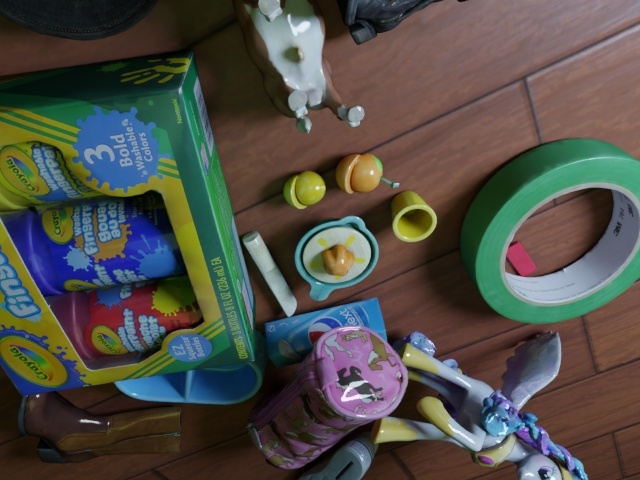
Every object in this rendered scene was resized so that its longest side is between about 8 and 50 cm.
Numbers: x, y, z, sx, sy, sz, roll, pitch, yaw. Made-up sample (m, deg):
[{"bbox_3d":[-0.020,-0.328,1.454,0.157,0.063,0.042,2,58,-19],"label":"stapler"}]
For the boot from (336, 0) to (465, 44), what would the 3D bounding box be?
[{"bbox_3d":[0.125,-0.300,0.549,0.229,0.263,0.091,-17,97,12],"label":"boot"}]

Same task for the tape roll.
[{"bbox_3d":[0.398,-0.006,0.863,0.321,0.077,0.321,-4,123,-6],"label":"tape roll"}]

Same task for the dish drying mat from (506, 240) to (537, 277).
[{"bbox_3d":[0.358,0.034,0.936,0.032,0.008,0.083,-35,122,16],"label":"dish drying mat"}]

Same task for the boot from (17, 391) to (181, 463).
[{"bbox_3d":[-0.418,0.357,1.022,0.280,0.096,0.264,0,125,-7],"label":"boot"}]

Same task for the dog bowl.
[{"bbox_3d":[-0.240,0.229,0.965,0.297,0.074,0.166,6,124,-12],"label":"dog bowl"}]

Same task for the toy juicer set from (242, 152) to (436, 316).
[{"bbox_3d":[0.000,0.000,0.821,0.329,0.089,0.209,-37,121,19],"label":"toy juicer set"}]

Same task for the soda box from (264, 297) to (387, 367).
[{"bbox_3d":[0.010,0.168,0.942,0.210,0.067,0.071,-14,149,3],"label":"soda box"}]

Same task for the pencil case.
[{"bbox_3d":[-0.004,0.285,0.915,0.160,0.167,0.386,44,139,7],"label":"pencil case"}]

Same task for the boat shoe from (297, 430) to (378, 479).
[{"bbox_3d":[0.039,0.548,1.207,0.094,0.109,0.302,-17,151,-50],"label":"boat shoe"}]

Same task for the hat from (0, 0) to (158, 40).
[{"bbox_3d":[-0.298,-0.337,0.470,0.331,0.134,0.331,4,125,6],"label":"hat"}]

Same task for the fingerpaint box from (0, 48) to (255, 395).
[{"bbox_3d":[-0.313,-0.001,0.739,0.371,0.163,0.445,-8,125,-1],"label":"fingerpaint box"}]

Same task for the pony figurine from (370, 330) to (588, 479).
[{"bbox_3d":[0.289,0.307,0.954,0.363,0.351,0.303,26,116,-1],"label":"pony figurine"}]

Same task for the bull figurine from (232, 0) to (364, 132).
[{"bbox_3d":[-0.049,-0.259,0.589,0.101,0.188,0.310,-29,130,-2],"label":"bull figurine"}]
